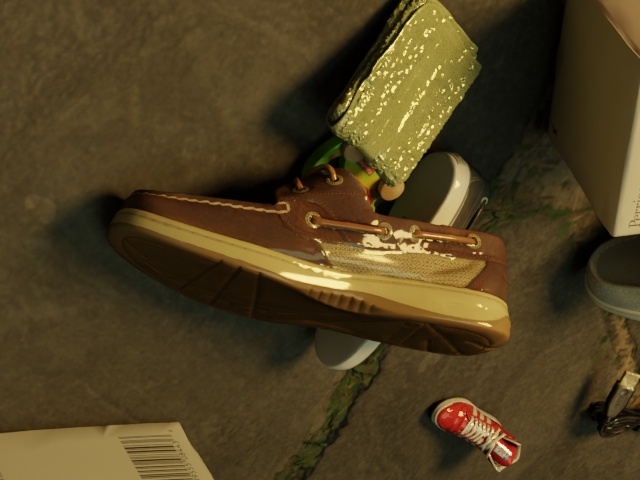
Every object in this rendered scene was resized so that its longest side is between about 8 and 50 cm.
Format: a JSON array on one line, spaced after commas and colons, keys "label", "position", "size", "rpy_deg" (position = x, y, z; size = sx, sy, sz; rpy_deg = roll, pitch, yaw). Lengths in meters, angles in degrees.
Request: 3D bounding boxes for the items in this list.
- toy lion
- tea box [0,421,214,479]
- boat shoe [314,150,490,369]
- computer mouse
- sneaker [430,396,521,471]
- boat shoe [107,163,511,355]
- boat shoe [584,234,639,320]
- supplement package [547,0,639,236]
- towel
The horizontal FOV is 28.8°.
[{"label": "toy lion", "position": [0.017, -0.043, 1.080], "size": [0.096, 0.034, 0.100], "rpy_deg": [-38, 135, 7]}, {"label": "tea box", "position": [-0.188, 0.383, 1.048], "size": [0.219, 0.329, 0.324], "rpy_deg": [3, 122, -36]}, {"label": "boat shoe", "position": [0.080, 0.026, 1.144], "size": [0.076, 0.080, 0.229], "rpy_deg": [22, 101, -40]}, {"label": "computer mouse", "position": [0.415, 0.129, 1.455], "size": [0.184, 0.060, 0.262], "rpy_deg": [-1, 134, -38]}, {"label": "sneaker", "position": [0.172, 0.210, 1.343], "size": [0.118, 0.067, 0.042], "rpy_deg": [25, 106, -43]}, {"label": "boat shoe", "position": [0.000, 0.000, 1.024], "size": [0.341, 0.123, 0.123], "rpy_deg": [13, 159, -12]}, {"label": "boat shoe", "position": [0.409, 0.009, 1.222], "size": [0.103, 0.320, 0.118], "rpy_deg": [54, 45, -39]}, {"label": "supplement package", "position": [0.372, -0.134, 1.092], "size": [0.292, 0.175, 0.178], "rpy_deg": [-7, 128, -8]}, {"label": "towel", "position": [0.071, -0.127, 1.030], "size": [0.110, 0.027, 0.148], "rpy_deg": [41, 76, -41]}]
